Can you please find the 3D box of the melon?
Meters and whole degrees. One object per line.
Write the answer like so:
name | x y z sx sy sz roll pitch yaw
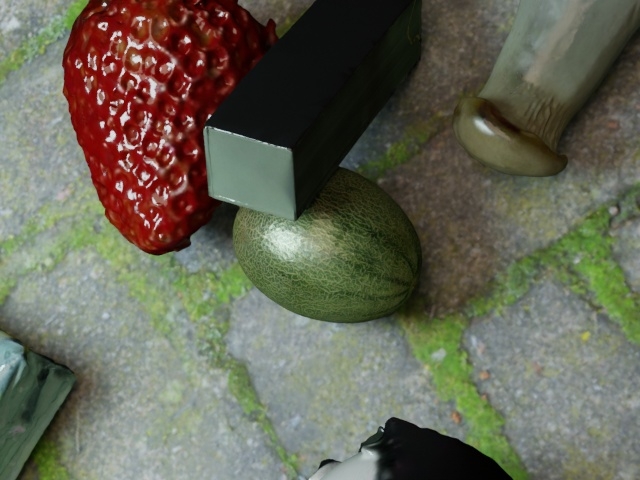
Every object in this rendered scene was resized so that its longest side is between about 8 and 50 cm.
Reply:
melon | 0.000 0.000 1.664 0.192 0.139 0.139 24 83 20

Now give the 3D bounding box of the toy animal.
toy animal | 0.048 0.289 1.500 0.213 0.212 0.266 12 47 20

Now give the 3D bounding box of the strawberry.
strawberry | -0.139 -0.107 1.713 0.205 0.205 0.244 -5 75 16

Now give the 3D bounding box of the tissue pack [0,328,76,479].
tissue pack | -0.421 0.141 1.763 0.311 0.128 0.228 29 85 24

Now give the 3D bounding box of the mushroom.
mushroom | 0.224 -0.207 1.679 0.159 0.122 0.328 19 78 58

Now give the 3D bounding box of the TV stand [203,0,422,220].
TV stand | -0.001 -0.135 1.657 0.088 0.082 0.269 15 42 21
